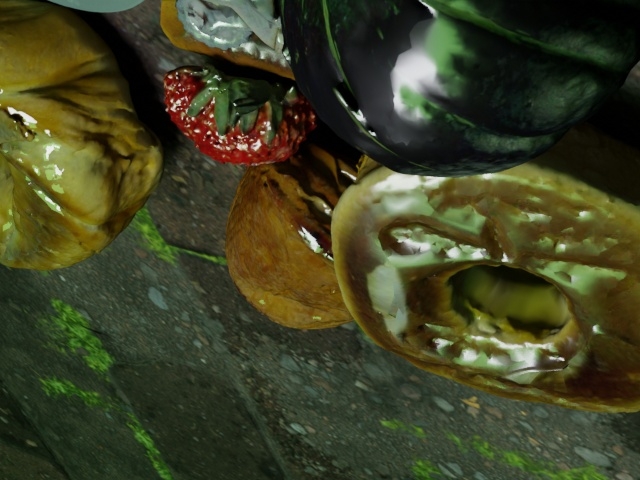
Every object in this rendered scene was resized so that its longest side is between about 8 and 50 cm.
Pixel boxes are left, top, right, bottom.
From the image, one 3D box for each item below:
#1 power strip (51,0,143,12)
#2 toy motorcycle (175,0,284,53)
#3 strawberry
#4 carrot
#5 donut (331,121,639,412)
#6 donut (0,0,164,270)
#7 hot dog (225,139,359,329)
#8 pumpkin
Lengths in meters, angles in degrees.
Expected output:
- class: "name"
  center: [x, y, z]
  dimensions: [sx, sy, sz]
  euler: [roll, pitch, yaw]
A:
- class: "power strip"
  center: [-0.198, -0.267, 1.560]
  dimensions: [0.167, 0.054, 0.253]
  euler: [40, 150, -27]
- class: "toy motorcycle"
  center: [-0.042, -0.232, 1.474]
  dimensions: [0.130, 0.094, 0.229]
  euler: [24, 139, 7]
- class: "strawberry"
  center: [-0.076, -0.109, 1.640]
  dimensions: [0.192, 0.085, 0.140]
  euler: [7, -178, 40]
- class: "carrot"
  center: [0.009, -0.160, 1.564]
  dimensions: [0.314, 0.066, 0.066]
  euler: [16, 148, 22]
- class: "donut"
  center: [0.169, 0.009, 1.537]
  dimensions: [0.330, 0.160, 0.330]
  euler: [11, 136, 11]
- class: "donut"
  center: [-0.324, -0.122, 1.856]
  dimensions: [0.360, 0.170, 0.360]
  euler: [27, 147, 19]
- class: "hot dog"
  center: [0.000, 0.000, 1.761]
  dimensions: [0.196, 0.122, 0.272]
  euler: [34, 161, -2]
- class: "pumpkin"
  center: [0.114, -0.177, 1.218]
  dimensions: [0.296, 0.296, 0.296]
  euler: [25, 151, 15]
